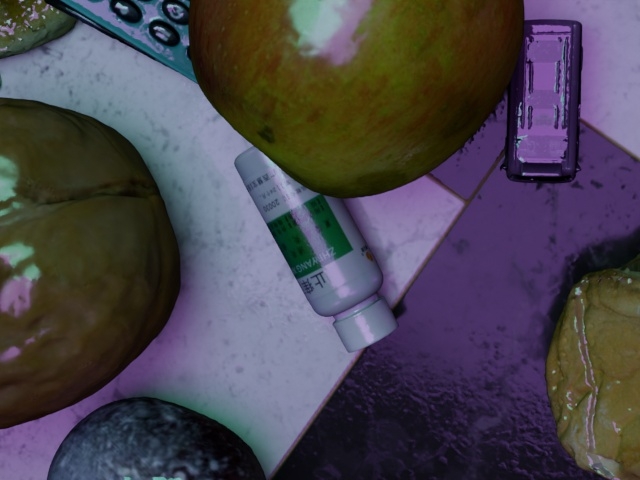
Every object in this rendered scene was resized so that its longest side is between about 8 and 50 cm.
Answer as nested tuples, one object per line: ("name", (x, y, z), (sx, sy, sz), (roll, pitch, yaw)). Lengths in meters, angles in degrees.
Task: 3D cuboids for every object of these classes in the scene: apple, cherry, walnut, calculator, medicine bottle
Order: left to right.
("walnut", (-0.357, 0.028, 1.206), (0.398, 0.308, 0.354), (-19, 70, 6))
("cherry", (-0.187, 0.319, 1.264), (0.296, 0.218, 0.255), (37, 102, 15))
("calculator", (-0.156, -0.327, 1.213), (0.248, 0.058, 0.274), (31, 102, -13))
("medicine bottle", (0.000, 0.000, 1.244), (0.095, 0.095, 0.260), (-30, 91, 13))
("apple", (0.027, -0.210, 1.085), (0.339, 0.339, 0.339), (1, 98, 10))

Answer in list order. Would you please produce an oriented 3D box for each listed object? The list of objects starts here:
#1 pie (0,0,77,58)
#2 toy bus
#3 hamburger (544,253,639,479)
("pie", (-0.400, -0.360, 1.280), (0.371, 0.078, 0.296), (-24, 94, 12))
("toy bus", (0.239, -0.149, 1.176), (0.087, 0.098, 0.178), (1, 98, 10))
("hamburger", (0.366, 0.135, 1.120), (0.283, 0.144, 0.259), (15, 103, 46))
